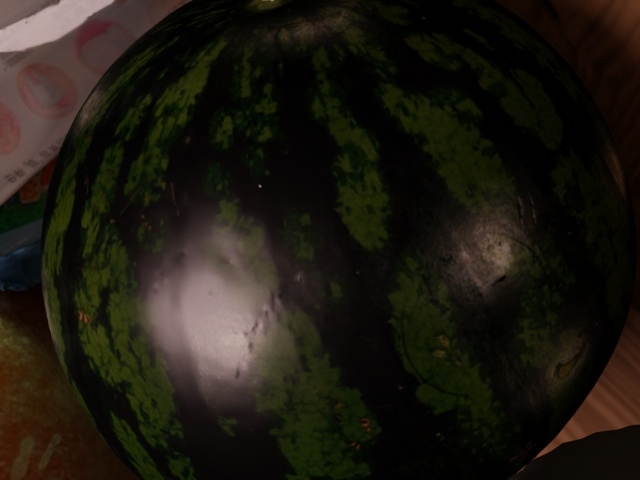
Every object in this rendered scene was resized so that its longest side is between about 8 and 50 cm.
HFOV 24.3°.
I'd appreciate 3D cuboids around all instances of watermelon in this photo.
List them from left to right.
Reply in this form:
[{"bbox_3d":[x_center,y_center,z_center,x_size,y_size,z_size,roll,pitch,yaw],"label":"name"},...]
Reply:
[{"bbox_3d":[0.001,0.005,0.664,0.269,0.269,0.268,23,125,38],"label":"watermelon"}]

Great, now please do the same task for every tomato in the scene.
[{"bbox_3d":[-0.210,0.106,0.945,0.223,0.270,0.270,-23,93,5],"label":"tomato"}]

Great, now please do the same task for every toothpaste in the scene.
[{"bbox_3d":[-0.101,-0.114,0.734,0.323,0.066,0.100,-33,112,19],"label":"toothpaste"}]

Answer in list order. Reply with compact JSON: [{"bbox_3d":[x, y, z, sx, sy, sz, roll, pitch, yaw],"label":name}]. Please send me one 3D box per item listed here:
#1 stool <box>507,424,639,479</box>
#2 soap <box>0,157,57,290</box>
[{"bbox_3d":[0.162,0.277,0.604,0.297,0.297,0.330,27,123,36],"label":"stool"},{"bbox_3d":[-0.163,-0.122,0.839,0.077,0.156,0.293,15,120,39],"label":"soap"}]
